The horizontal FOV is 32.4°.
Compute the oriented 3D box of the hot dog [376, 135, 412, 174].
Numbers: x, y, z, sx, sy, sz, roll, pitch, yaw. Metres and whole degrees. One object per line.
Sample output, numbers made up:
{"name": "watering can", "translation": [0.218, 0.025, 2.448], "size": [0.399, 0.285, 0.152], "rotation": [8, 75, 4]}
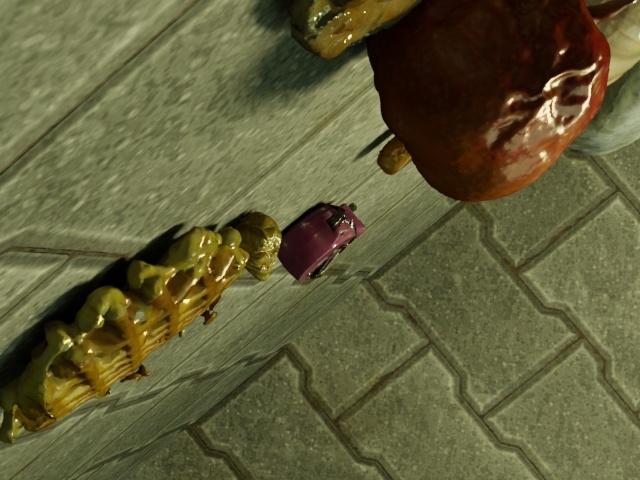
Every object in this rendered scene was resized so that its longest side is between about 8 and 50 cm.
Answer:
{"name": "hot dog", "translation": [0.157, -0.166, 1.431], "size": [0.216, 0.047, 0.066], "rotation": [-40, -173, 0]}

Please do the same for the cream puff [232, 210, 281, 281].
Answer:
{"name": "cream puff", "translation": [-0.077, 0.006, 1.254], "size": [0.083, 0.058, 0.083], "rotation": [-121, -140, -73]}

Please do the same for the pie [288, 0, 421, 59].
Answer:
{"name": "pie", "translation": [0.054, -0.197, 0.750], "size": [0.195, 0.046, 0.195], "rotation": [-40, 174, -5]}

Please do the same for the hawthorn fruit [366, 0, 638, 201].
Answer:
{"name": "hawthorn fruit", "translation": [0.162, -0.156, 0.907], "size": [0.243, 0.207, 0.207], "rotation": [-26, 176, 16]}

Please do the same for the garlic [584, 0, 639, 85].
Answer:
{"name": "garlic", "translation": [0.307, -0.266, 1.159], "size": [0.228, 0.152, 0.228], "rotation": [-46, 171, -9]}

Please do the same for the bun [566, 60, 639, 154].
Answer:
{"name": "bun", "translation": [0.430, -0.268, 1.519], "size": [0.362, 0.211, 0.362], "rotation": [-40, 171, -8]}

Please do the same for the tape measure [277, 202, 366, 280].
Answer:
{"name": "tape measure", "translation": [0.000, 0.000, 1.546], "size": [0.125, 0.074, 0.118], "rotation": [-44, 171, 17]}

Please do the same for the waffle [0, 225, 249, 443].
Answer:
{"name": "waffle", "translation": [-0.201, 0.095, 1.164], "size": [0.325, 0.068, 0.302], "rotation": [-42, 172, 31]}
